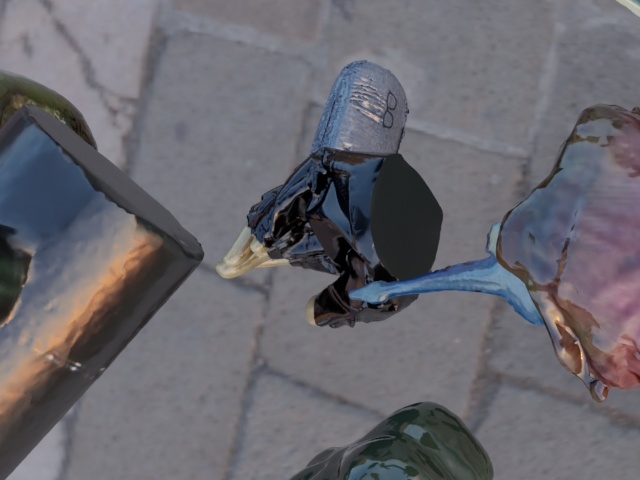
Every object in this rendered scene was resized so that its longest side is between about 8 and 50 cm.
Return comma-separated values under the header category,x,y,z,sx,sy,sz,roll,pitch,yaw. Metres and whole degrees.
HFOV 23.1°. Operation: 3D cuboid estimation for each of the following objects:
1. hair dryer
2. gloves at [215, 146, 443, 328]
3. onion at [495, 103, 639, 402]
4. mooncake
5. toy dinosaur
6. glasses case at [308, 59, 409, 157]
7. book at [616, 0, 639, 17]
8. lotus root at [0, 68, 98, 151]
category,x,y,z,sx,sy,sz,roll,pitch,yaw
hair dryer,-0.200,0.045,0.662,0.116,0.302,0.244,41,92,18
gloves,0.000,0.000,1.284,0.203,0.124,0.164,6,123,49
onion,0.263,0.059,0.501,0.420,0.398,0.398,3,94,-3
mooncake,0.046,0.197,1.204,0.175,0.168,0.104,-38,90,6
toy dinosaur,0.174,0.022,0.982,0.329,0.144,0.076,-7,88,7
glasses case,0.037,-0.092,1.960,0.067,0.109,0.282,-8,60,50
book,0.518,-0.273,1.766,0.379,0.264,0.031,32,153,-10
lotus root,-0.244,-0.059,1.304,0.078,0.204,0.183,-7,76,33
